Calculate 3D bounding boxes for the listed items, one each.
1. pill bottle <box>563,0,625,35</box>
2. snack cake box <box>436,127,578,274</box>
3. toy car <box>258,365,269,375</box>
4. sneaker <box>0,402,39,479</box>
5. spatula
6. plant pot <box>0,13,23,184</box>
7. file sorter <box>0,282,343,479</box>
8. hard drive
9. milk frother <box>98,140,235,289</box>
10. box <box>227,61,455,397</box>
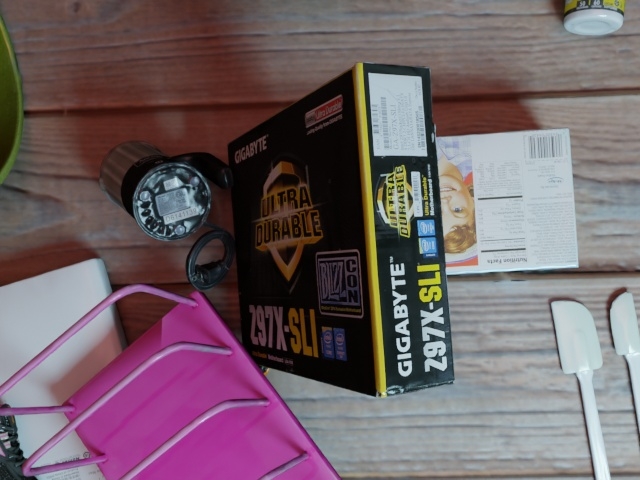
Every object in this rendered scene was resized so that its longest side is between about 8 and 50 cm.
[{"bbox_3d":[0.313,-0.298,0.807,0.065,0.065,0.116,5,88,3],"label":"pill bottle"},{"bbox_3d":[0.139,-0.037,0.794,0.264,0.089,0.152,-3,90,3],"label":"snack cake box"},{"bbox_3d":[-0.120,0.148,0.836,0.122,0.060,0.040,16,133,19],"label":"toy car"},{"bbox_3d":[-0.361,0.220,0.780,0.178,0.072,0.077,43,80,-3],"label":"sneaker"},{"bbox_3d":[0.369,0.174,0.812,0.168,0.019,0.242,-10,87,1],"label":"spatula"},{"bbox_3d":[-0.573,-0.164,0.727,0.353,0.366,0.366,-14,87,14],"label":"plant pot"},{"bbox_3d":[-0.139,0.212,0.671,0.202,0.182,0.290,-40,74,3],"label":"file sorter"},{"bbox_3d":[-0.311,0.197,0.831,0.203,0.040,0.307,-17,87,2],"label":"hard drive"},{"bbox_3d":[-0.167,-0.029,0.795,0.129,0.135,0.143,-1,107,-31],"label":"milk frother"},{"bbox_3d":[0.000,0.000,0.688,0.079,0.322,0.257,-5,89,-25],"label":"box"}]
